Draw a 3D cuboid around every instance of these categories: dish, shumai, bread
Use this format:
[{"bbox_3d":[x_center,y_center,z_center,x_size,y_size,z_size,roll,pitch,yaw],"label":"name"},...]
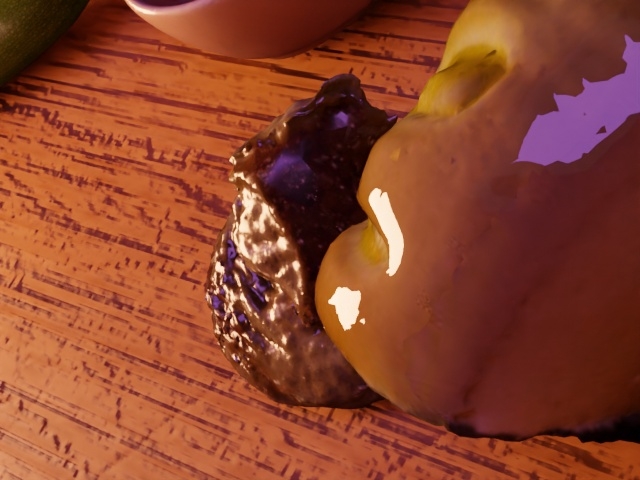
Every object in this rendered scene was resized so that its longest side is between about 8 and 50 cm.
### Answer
[{"bbox_3d":[-0.022,-0.176,0.717,0.213,0.090,0.213,-17,51,21],"label":"dish"},{"bbox_3d":[-0.001,0.005,0.577,0.139,0.105,0.123,-20,48,54],"label":"shumai"},{"bbox_3d":[0.127,-0.045,0.460,0.260,0.156,0.158,-9,40,-27],"label":"bread"}]

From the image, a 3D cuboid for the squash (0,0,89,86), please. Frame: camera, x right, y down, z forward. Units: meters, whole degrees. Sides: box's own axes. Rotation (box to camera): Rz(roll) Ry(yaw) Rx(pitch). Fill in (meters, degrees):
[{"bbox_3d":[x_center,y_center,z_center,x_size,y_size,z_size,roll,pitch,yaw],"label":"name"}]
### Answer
[{"bbox_3d":[-0.251,-0.112,0.834,0.292,0.082,0.082,-28,47,18],"label":"squash"}]
